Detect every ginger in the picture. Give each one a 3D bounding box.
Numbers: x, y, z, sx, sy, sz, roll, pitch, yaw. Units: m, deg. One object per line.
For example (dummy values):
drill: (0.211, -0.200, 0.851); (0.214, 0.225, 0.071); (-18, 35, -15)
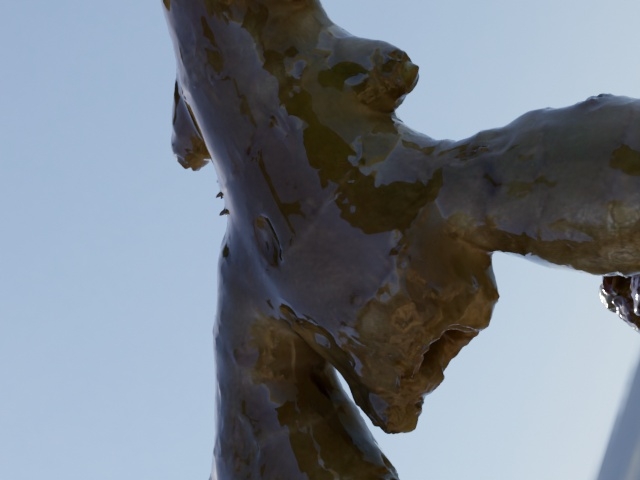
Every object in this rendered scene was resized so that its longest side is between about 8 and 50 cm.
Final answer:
ginger: (0.002, 0.010, 0.963); (0.122, 0.348, 0.363); (-11, -43, -53)

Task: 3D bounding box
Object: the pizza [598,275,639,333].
pizza: (0.197, 0.031, 0.982); (0.069, 0.154, 0.194); (-40, 16, -16)
